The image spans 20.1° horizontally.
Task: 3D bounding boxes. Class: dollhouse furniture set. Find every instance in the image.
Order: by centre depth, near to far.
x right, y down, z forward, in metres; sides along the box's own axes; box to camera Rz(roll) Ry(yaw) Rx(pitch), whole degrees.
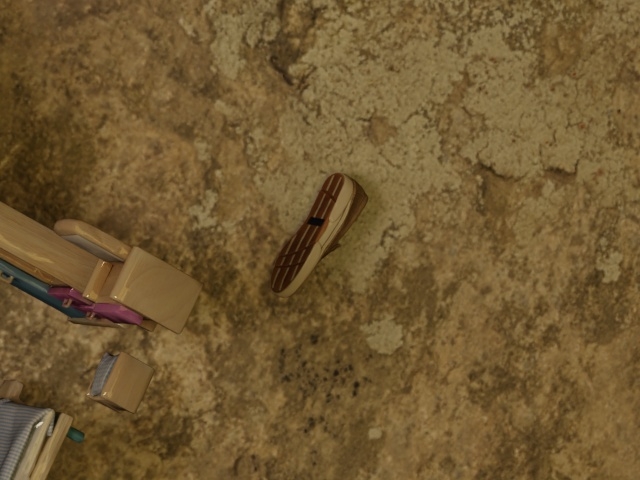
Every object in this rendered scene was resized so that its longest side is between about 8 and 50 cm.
[{"bbox_3d":[-0.296,0.125,1.535,0.198,0.286,0.303,30,76,-23],"label":"dollhouse furniture set"}]

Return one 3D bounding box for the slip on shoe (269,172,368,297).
[{"bbox_3d":[0.000,0.000,1.763,0.041,0.051,0.135,34,80,-35],"label":"slip on shoe"}]
